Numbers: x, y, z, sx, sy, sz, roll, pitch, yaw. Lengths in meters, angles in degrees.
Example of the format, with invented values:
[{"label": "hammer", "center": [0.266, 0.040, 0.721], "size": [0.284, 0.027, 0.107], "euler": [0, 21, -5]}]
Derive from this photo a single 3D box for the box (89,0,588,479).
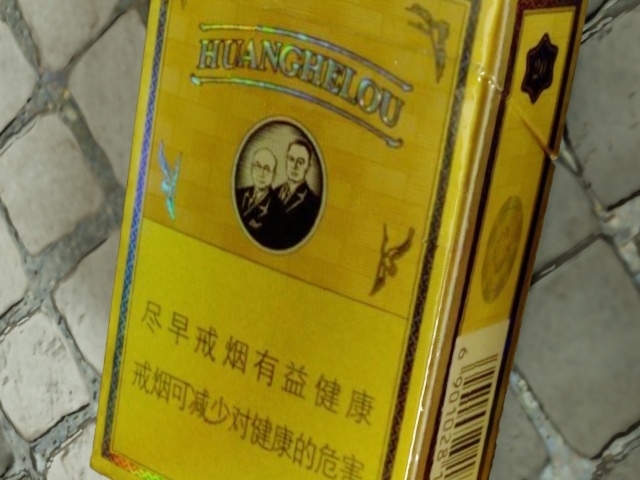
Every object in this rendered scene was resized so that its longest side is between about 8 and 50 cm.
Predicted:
[{"label": "box", "center": [0.000, 0.000, 0.759], "size": [0.193, 0.084, 0.301], "euler": [20, 110, 32]}]
